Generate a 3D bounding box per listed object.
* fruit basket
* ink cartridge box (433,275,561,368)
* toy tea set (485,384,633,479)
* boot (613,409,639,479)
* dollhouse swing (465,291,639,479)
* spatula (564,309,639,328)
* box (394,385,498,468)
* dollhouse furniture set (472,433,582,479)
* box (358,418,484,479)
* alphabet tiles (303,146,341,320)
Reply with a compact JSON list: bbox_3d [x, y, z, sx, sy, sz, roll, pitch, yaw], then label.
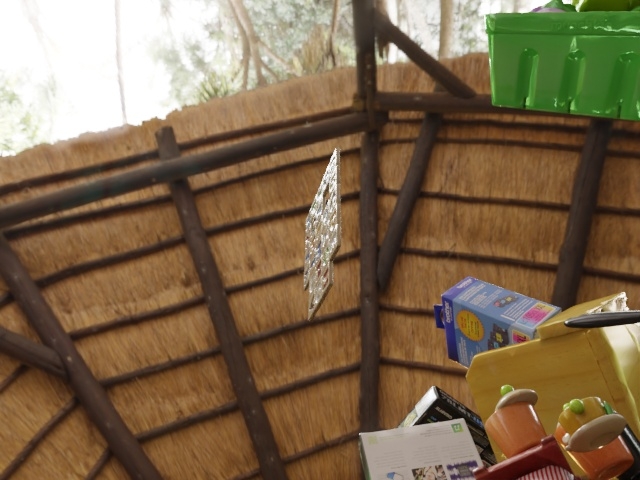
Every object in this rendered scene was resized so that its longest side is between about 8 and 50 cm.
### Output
[{"bbox_3d":[0.516,-0.409,0.928,0.391,0.393,0.282,24,-156,35],"label":"fruit basket"},{"bbox_3d":[0.538,0.290,1.626,0.151,0.270,0.395,-26,-152,-27],"label":"ink cartridge box"},{"bbox_3d":[0.360,0.296,0.804,0.199,0.336,0.124,-31,-139,8],"label":"toy tea set"},{"bbox_3d":[0.553,0.400,0.871,0.094,0.246,0.207,-46,-168,6],"label":"boot"},{"bbox_3d":[0.573,0.348,1.187,0.315,0.347,0.305,-11,167,-43],"label":"dollhouse swing"},{"bbox_3d":[0.454,0.079,0.651,0.084,0.031,0.296,0,161,-44],"label":"spatula"},{"bbox_3d":[0.335,0.590,1.402,0.295,0.293,0.073,35,-166,-7],"label":"box"},{"bbox_3d":[0.176,0.429,0.613,0.374,0.152,0.201,-34,-168,13],"label":"dollhouse furniture set"},{"bbox_3d":[0.217,0.504,0.975,0.232,0.059,0.322,-6,-144,-6],"label":"box"},{"bbox_3d":[0.000,0.000,0.840,0.009,0.198,0.237,10,-127,-12],"label":"alphabet tiles"}]
